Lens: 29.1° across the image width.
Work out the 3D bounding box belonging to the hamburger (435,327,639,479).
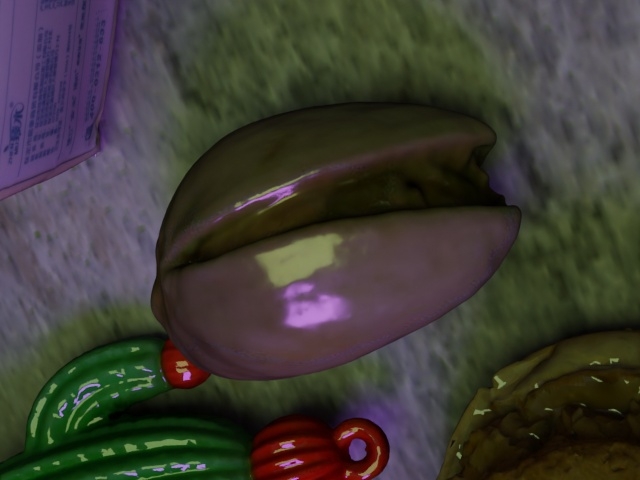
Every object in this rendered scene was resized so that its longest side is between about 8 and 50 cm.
[{"bbox_3d":[0.151,0.173,0.559,0.244,0.163,0.244,3,113,8],"label":"hamburger"}]

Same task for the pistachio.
[{"bbox_3d":[0.000,0.000,0.569,0.185,0.124,0.124,-16,102,12],"label":"pistachio"}]

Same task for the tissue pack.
[{"bbox_3d":[-0.155,-0.120,0.550,0.092,0.148,0.196,14,110,14],"label":"tissue pack"}]

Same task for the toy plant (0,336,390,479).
[{"bbox_3d":[-0.095,0.129,0.648,0.240,0.088,0.154,-43,74,10],"label":"toy plant"}]
